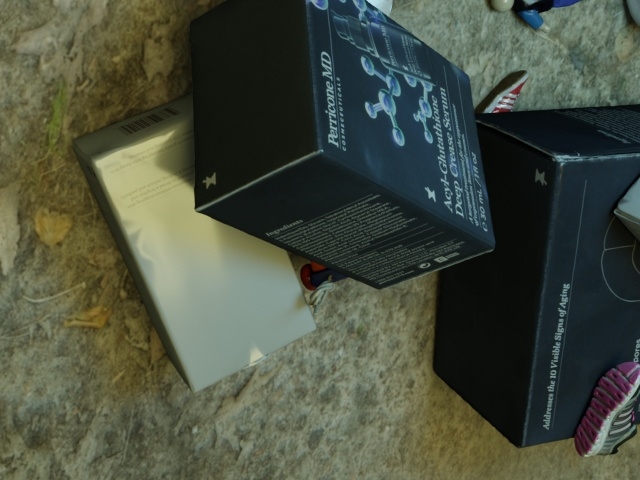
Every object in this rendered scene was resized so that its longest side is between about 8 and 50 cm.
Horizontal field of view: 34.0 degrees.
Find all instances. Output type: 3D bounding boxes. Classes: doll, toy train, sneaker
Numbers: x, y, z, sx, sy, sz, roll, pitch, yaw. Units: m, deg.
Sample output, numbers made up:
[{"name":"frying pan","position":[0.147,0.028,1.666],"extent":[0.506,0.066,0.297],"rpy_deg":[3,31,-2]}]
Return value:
[{"name":"doll","position":[0.366,-0.406,1.722],"extent":[0.189,0.046,0.129],"rpy_deg":[-16,108,-20]},{"name":"toy train","position":[0.000,0.000,1.571],"extent":[0.105,0.248,0.143],"rpy_deg":[-19,104,21]},{"name":"sneaker","position":[0.458,0.263,1.607],"extent":[0.075,0.063,0.170],"rpy_deg":[16,107,-28]},{"name":"sneaker","position":[0.314,-0.225,1.748],"extent":[0.118,0.042,0.067],"rpy_deg":[-44,113,1]}]

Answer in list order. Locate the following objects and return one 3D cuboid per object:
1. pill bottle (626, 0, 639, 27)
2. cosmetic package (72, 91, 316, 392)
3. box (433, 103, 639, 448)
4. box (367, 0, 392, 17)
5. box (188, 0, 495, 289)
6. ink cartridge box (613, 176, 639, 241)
[{"name":"pill bottle","position":[0.677,-0.444,1.787],"extent":[0.279,0.162,0.162],"rpy_deg":[-13,108,-22]},{"name":"cosmetic package","position":[-0.179,0.000,1.527],"extent":[0.217,0.156,0.384],"rpy_deg":[-25,113,-16]},{"name":"box","position":[0.475,0.038,1.729],"extent":[0.472,0.297,0.479],"rpy_deg":[-6,112,-24]},{"name":"box","position":[-0.012,-0.330,1.535],"extent":[0.203,0.114,0.103],"rpy_deg":[7,101,-27]},{"name":"box","position":[0.033,-0.141,1.423],"extent":[0.395,0.212,0.293],"rpy_deg":[23,53,-46]},{"name":"ink cartridge box","position":[0.567,-0.027,1.522],"extent":[0.237,0.100,0.172],"rpy_deg":[41,89,-31]}]
